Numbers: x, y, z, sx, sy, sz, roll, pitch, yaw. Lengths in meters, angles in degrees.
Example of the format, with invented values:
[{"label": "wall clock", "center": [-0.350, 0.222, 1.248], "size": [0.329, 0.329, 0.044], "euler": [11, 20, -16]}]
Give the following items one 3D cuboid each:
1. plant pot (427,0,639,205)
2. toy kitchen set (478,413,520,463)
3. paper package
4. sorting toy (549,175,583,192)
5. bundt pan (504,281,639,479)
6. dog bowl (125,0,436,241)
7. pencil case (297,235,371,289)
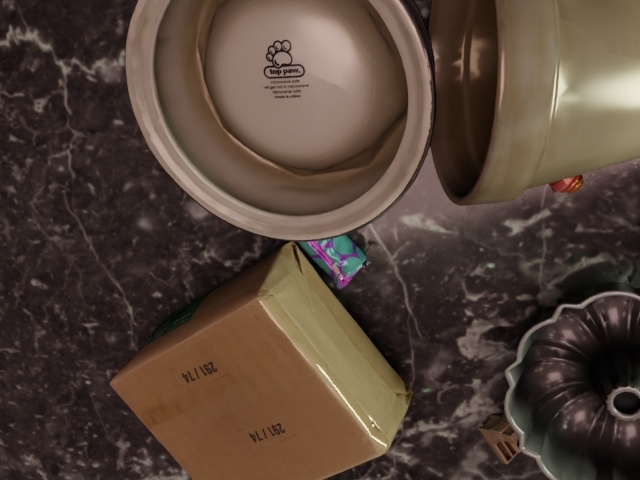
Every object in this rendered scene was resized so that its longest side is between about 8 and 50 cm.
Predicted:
[{"label": "plant pot", "center": [0.294, -0.205, 0.944], "size": [0.281, 0.323, 0.323], "euler": [-2, 110, -6]}, {"label": "toy kitchen set", "center": [0.307, 0.300, 1.228], "size": [0.068, 0.083, 0.075], "euler": [-38, 101, -21]}, {"label": "paper package", "center": [-0.089, 0.215, 1.197], "size": [0.325, 0.168, 0.309], "euler": [-32, 102, 29]}, {"label": "sorting toy", "center": [0.356, -0.099, 1.075], "size": [0.042, 0.061, 0.102], "euler": [30, 141, -15]}, {"label": "bundt pan", "center": [0.430, 0.203, 1.123], "size": [0.331, 0.124, 0.330], "euler": [5, 108, 16]}, {"label": "dog bowl", "center": [-0.037, -0.210, 1.034], "size": [0.408, 0.150, 0.407], "euler": [10, 121, 16]}, {"label": "pencil case", "center": [0.000, 0.000, 1.177], "size": [0.152, 0.070, 0.064], "euler": [45, 117, -5]}]
